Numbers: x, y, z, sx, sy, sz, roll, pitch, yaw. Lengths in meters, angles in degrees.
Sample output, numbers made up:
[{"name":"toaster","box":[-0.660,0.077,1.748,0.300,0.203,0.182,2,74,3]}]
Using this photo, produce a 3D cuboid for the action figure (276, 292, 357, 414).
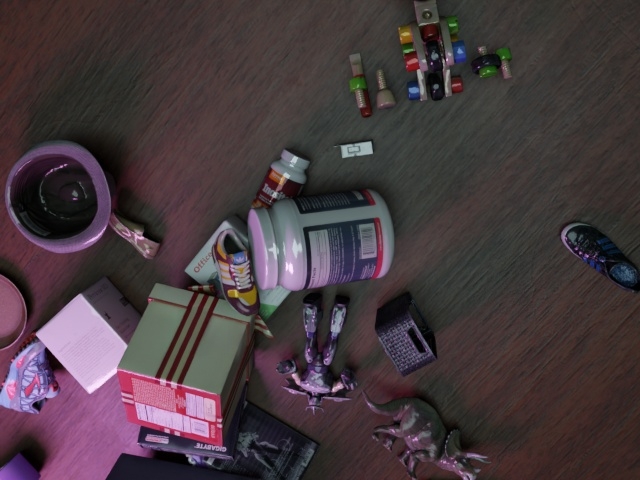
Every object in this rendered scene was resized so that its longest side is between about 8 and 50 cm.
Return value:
[{"name":"action figure","box":[-0.004,0.261,1.791,0.185,0.099,0.285,6,105,0]}]

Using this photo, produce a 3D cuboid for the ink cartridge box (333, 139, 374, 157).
[{"name":"ink cartridge box","box":[0.071,-0.195,1.714,0.083,0.048,0.028,-6,100,8]}]

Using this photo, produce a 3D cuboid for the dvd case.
[{"name":"dvd case","box":[-0.135,0.490,1.845,0.221,0.018,0.165,31,68,-1]}]

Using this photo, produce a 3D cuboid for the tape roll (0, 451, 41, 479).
[{"name":"tape roll","box":[-0.760,0.595,1.887,0.189,0.189,0.080,-40,94,12]}]

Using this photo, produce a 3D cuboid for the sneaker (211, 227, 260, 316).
[{"name":"sneaker","box":[-0.172,0.065,1.646,0.069,0.084,0.186,-19,72,-28]}]

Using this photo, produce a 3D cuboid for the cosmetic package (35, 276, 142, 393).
[{"name":"cosmetic package","box":[-0.501,0.210,1.802,0.151,0.151,0.184,-39,96,12]}]

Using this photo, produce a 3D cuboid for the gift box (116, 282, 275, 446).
[{"name":"gift box","box":[-0.254,0.262,1.706,0.276,0.258,0.255,16,139,2]}]

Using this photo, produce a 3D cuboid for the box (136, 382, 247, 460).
[{"name":"box","box":[-0.289,0.396,1.823,0.220,0.051,0.175,8,65,4]}]

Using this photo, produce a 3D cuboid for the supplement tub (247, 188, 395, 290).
[{"name":"supplement tub","box":[0.000,0.000,1.650,0.272,0.191,0.191,-7,101,-15]}]

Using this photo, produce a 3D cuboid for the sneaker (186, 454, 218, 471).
[{"name":"sneaker","box":[-0.211,0.523,1.870,0.236,0.095,0.104,40,98,-9]}]

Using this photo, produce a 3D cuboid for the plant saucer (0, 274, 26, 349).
[{"name":"plant saucer","box":[-0.778,0.162,1.881,0.198,0.036,0.199,1,102,5]}]

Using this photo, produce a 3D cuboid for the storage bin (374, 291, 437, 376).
[{"name":"storage bin","box":[0.182,0.198,1.713,0.084,0.180,0.122,-30,97,10]}]

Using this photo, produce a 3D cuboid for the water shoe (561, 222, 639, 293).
[{"name":"water shoe","box":[0.602,0.033,1.688,0.203,0.080,0.073,35,102,-2]}]

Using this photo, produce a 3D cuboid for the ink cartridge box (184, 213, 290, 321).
[{"name":"ink cartridge box","box":[-0.167,0.069,1.770,0.212,0.093,0.154,41,103,0]}]

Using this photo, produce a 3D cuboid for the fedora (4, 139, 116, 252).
[{"name":"fedora","box":[-0.549,-0.102,1.757,0.275,0.124,0.244,-17,96,20]}]

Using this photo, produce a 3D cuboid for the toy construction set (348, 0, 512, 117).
[{"name":"toy construction set","box":[0.182,-0.408,1.606,0.308,0.257,0.237,-17,81,31]}]

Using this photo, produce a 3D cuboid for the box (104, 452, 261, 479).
[{"name":"box","box":[-0.315,0.680,1.809,0.343,0.179,0.313,8,121,9]}]

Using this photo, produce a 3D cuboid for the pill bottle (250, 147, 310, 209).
[{"name":"pill bottle","box":[-0.083,-0.118,1.727,0.086,0.086,0.152,27,103,0]}]

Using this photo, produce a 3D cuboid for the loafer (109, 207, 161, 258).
[{"name":"loafer","box":[-0.417,-0.023,1.800,0.050,0.056,0.148,-43,104,11]}]

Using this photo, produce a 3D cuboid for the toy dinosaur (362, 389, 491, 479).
[{"name":"toy dinosaur","box":[0.217,0.428,1.807,0.160,0.121,0.313,-43,90,0]}]

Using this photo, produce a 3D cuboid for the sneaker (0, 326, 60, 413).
[{"name":"sneaker","box":[-0.652,0.305,1.857,0.125,0.104,0.262,28,126,-8]}]
